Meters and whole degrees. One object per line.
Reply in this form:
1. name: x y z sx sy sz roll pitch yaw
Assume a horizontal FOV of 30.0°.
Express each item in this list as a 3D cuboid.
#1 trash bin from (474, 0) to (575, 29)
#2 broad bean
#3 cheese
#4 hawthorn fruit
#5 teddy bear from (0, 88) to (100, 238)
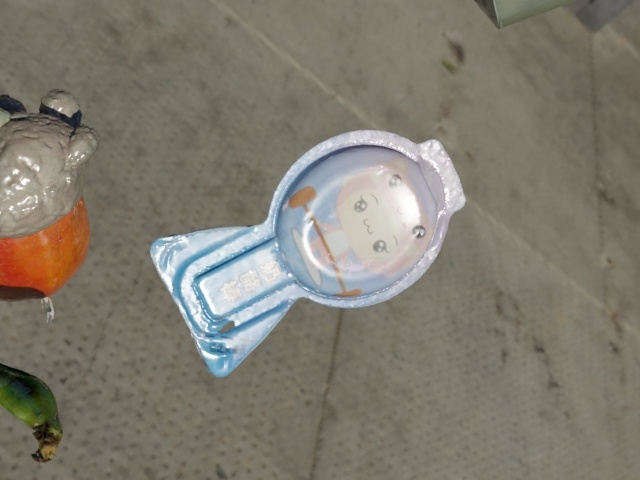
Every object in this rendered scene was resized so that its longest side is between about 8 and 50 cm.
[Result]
1. trash bin: 0.260 -0.330 1.190 0.122 0.240 0.164 -102 175 -64
2. broad bean: -0.429 0.191 1.391 0.292 0.049 0.144 4 38 7
3. cheese: 0.000 0.000 0.920 0.135 0.244 0.052 64 -11 -10
4. hawthorn fruit: -0.435 0.001 1.768 0.211 0.211 0.299 -71 152 -51
5. teddy bear: -0.365 -0.082 1.388 0.151 0.236 0.267 51 -11 -16
